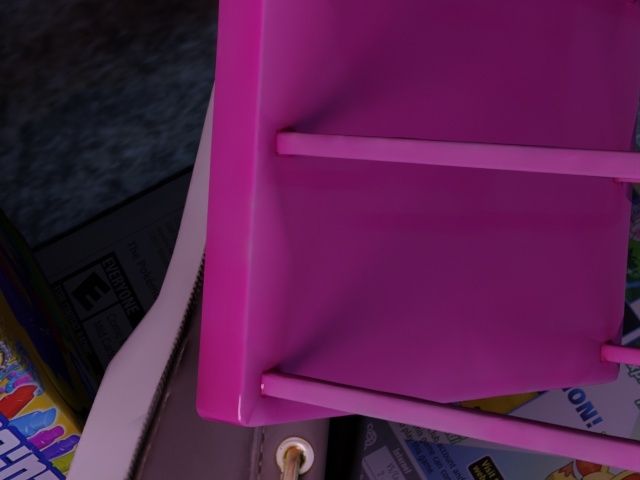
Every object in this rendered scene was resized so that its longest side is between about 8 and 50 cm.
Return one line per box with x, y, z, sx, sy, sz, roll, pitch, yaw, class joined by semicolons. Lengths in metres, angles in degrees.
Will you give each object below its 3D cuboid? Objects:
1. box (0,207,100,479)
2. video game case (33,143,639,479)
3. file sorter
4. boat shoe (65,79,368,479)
-0.237;0.066;0.501;0.279;0.177;0.290;-29;155;-6;box
0.048;0.074;0.640;0.300;0.329;0.036;-28;150;-5;video game case
0.106;-0.087;0.408;0.182;0.291;0.202;5;-177;42;file sorter
0.000;0.000;0.518;0.116;0.096;0.324;71;35;-68;boat shoe
